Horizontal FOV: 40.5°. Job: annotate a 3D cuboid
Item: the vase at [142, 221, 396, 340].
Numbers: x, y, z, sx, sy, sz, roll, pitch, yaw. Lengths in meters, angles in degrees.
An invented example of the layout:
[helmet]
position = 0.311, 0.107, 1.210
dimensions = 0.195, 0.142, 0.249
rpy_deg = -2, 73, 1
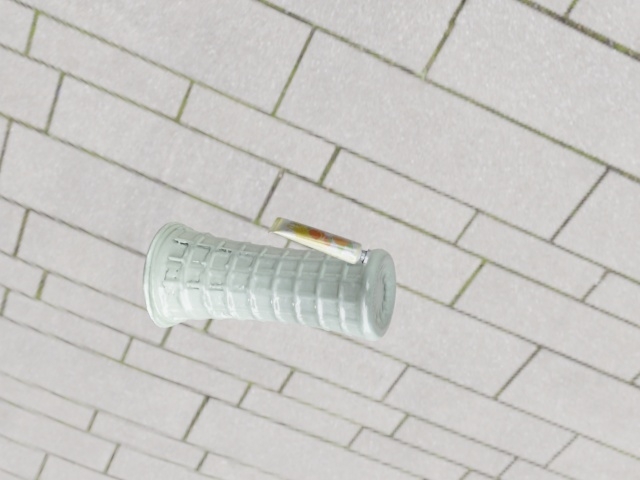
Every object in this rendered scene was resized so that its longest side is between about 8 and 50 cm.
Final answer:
[vase]
position = -0.061, 0.055, 1.097
dimensions = 0.299, 0.143, 0.143
rpy_deg = 4, 128, 21

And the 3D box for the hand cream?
[hand cream]
position = 0.000, 0.000, 0.862
dimensions = 0.102, 0.035, 0.022
rpy_deg = 21, 122, 3
